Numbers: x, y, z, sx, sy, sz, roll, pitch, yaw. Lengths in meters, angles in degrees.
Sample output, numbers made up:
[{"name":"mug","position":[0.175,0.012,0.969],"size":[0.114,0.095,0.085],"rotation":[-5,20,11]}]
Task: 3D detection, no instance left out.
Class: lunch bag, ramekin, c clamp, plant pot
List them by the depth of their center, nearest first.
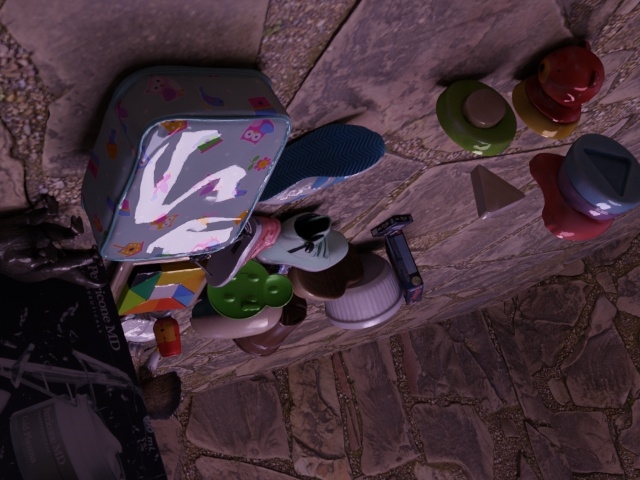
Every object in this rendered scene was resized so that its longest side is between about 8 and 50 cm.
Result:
[{"name":"lunch bag","position":[-0.168,-0.090,1.003],"size":[0.224,0.107,0.279],"rotation":[-10,149,-36]},{"name":"c clamp","position":[-0.189,-0.003,1.466],"size":[0.161,0.022,0.137],"rotation":[-29,135,23]},{"name":"ramekin","position":[0.099,0.120,2.026],"size":[0.207,0.109,0.207],"rotation":[-14,-151,8]},{"name":"plant pot","position":[-0.127,0.192,2.037],"size":[0.167,0.166,0.165],"rotation":[-8,159,-40]}]

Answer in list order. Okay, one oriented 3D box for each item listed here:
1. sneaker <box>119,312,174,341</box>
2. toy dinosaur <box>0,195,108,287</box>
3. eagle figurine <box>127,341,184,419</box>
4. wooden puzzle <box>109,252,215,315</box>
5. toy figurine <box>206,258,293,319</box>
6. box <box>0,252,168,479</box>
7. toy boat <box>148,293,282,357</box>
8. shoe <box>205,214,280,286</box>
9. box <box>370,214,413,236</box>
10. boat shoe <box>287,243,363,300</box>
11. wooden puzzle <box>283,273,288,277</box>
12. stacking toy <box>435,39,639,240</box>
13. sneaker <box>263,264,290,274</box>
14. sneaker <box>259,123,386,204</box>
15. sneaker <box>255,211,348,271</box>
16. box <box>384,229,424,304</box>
[{"name":"sneaker","position":[-0.424,0.180,1.793],"size":[0.212,0.080,0.094],"rotation":[-10,151,-29]},{"name":"toy dinosaur","position":[-0.427,0.014,1.174],"size":[0.160,0.120,0.313],"rotation":[-12,172,16]},{"name":"eagle figurine","position":[-0.503,0.396,2.253],"size":[0.227,0.225,0.298],"rotation":[-7,174,-10]},{"name":"wooden puzzle","position":[-0.311,0.087,1.584],"size":[0.239,0.044,0.221],"rotation":[-10,151,-36]},{"name":"toy figurine","position":[-0.150,0.082,1.672],"size":[0.173,0.130,0.159],"rotation":[3,-169,-8]},{"name":"box","position":[-0.537,0.283,1.208],"size":[0.297,0.479,0.472],"rotation":[-29,163,29]},{"name":"toy boat","position":[-0.244,0.159,1.823],"size":[0.318,0.148,0.268],"rotation":[-11,179,-41]},{"name":"shoe","position":[-0.147,0.022,1.543],"size":[0.081,0.063,0.178],"rotation":[-2,136,-53]},{"name":"box","position":[0.170,-0.034,1.900],"size":[0.067,0.018,0.083],"rotation":[-4,158,-45]},{"name":"boat shoe","position":[-0.005,0.084,1.845],"size":[0.110,0.121,0.341],"rotation":[-19,176,22]},{"name":"wooden puzzle","position":[-0.098,0.098,2.038],"size":[0.079,0.014,0.116],"rotation":[-12,164,-12]},{"name":"stacking toy","position":[0.339,-0.163,1.190],"size":[0.280,0.308,0.130],"rotation":[-1,150,-26]},{"name":"sneaker","position":[-0.101,0.071,1.864],"size":[0.058,0.052,0.135],"rotation":[-19,169,-32]},{"name":"sneaker","position":[-0.006,-0.120,1.263],"size":[0.229,0.087,0.092],"rotation":[-17,173,15]},{"name":"sneaker","position":[0.000,0.000,1.640],"size":[0.256,0.094,0.151],"rotation":[-1,162,-45]},{"name":"box","position":[0.214,0.069,2.053],"size":[0.044,0.159,0.233],"rotation":[-21,166,0]}]
